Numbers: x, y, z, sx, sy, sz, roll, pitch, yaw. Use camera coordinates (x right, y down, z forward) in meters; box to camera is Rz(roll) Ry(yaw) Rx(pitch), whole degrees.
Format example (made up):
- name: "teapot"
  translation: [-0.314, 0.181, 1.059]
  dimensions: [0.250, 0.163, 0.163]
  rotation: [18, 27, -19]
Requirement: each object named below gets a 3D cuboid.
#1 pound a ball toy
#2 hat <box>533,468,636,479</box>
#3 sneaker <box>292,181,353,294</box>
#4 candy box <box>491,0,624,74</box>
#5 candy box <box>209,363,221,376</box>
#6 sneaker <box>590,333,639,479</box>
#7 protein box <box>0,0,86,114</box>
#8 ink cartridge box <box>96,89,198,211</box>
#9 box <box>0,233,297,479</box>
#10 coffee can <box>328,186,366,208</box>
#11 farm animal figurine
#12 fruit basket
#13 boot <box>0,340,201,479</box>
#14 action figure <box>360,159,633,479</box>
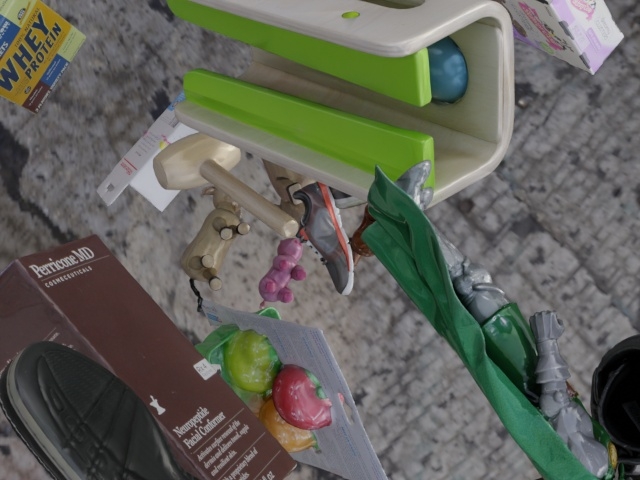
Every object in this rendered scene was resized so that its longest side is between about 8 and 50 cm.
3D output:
- name: "pound a ball toy"
  translation: [-0.005, -0.109, 0.821]
  dimensions: [0.135, 0.319, 0.208]
  rotation: [-30, 128, -33]
- name: "hat"
  translation: [0.203, 0.323, 0.991]
  dimensions: [0.331, 0.331, 0.134]
  rotation: [-46, 121, 5]
- name: "sneaker"
  translation: [0.000, 0.000, 1.409]
  dimensions: [0.065, 0.061, 0.158]
  rotation: [-14, 86, -11]
- name: "candy box"
  translation: [0.285, -0.322, 1.409]
  dimensions: [0.070, 0.196, 0.165]
  rotation: [-51, 138, -1]
- name: "candy box"
  translation: [-0.221, 0.275, 1.420]
  dimensions: [0.159, 0.071, 0.233]
  rotation: [4, 116, -8]
- name: "sneaker"
  translation: [0.248, 0.127, 0.772]
  dimensions: [0.147, 0.105, 0.296]
  rotation: [-12, 152, -15]
- name: "protein box"
  translation: [-0.464, -0.296, 1.429]
  dimensions: [0.200, 0.201, 0.136]
  rotation: [32, 90, 13]
- name: "ink cartridge box"
  translation: [-0.205, -0.105, 1.388]
  dimensions: [0.061, 0.104, 0.181]
  rotation: [43, 87, -25]
- name: "box"
  translation: [-0.218, 0.184, 1.217]
  dimensions: [0.381, 0.191, 0.143]
  rotation: [46, 108, 4]
- name: "coffee can"
  translation: [0.057, -0.204, 1.314]
  dimensions: [0.201, 0.201, 0.275]
  rotation: [-24, 98, -5]
- name: "farm animal figurine"
  translation: [-0.055, -0.074, 1.593]
  dimensions: [0.330, 0.172, 0.327]
  rotation: [-6, 100, -19]
- name: "fruit basket"
  translation: [-0.041, 0.245, 1.752]
  dimensions: [0.165, 0.353, 0.327]
  rotation: [-39, 116, -35]
- name: "boot"
  translation: [-0.174, 0.186, 0.717]
  dimensions: [0.178, 0.085, 0.236]
  rotation: [-25, 116, 26]
- name: "action figure"
  translation: [0.106, 0.065, 0.585]
  dimensions: [0.063, 0.137, 0.232]
  rotation: [-33, 74, 0]
